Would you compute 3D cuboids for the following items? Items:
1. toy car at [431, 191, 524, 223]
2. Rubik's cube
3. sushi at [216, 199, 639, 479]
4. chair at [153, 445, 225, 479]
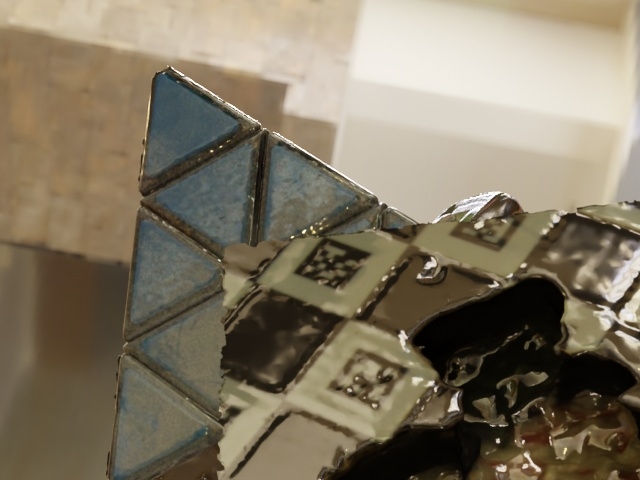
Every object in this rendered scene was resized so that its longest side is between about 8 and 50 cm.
[{"bbox_3d":[0.076,0.021,1.008,0.069,0.055,0.142,-13,31,44],"label":"toy car"},{"bbox_3d":[0.000,0.000,0.793,0.211,0.178,0.190,-36,-68,-48],"label":"Rubik's cube"},{"bbox_3d":[0.078,0.081,0.628,0.219,0.231,0.047,-92,-7,-46],"label":"sushi"},{"bbox_3d":[0.029,0.191,1.052,0.416,0.203,0.240,-48,-31,8],"label":"chair"}]
